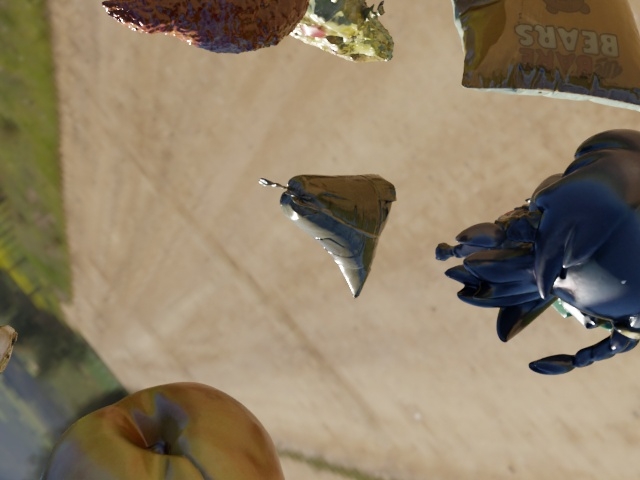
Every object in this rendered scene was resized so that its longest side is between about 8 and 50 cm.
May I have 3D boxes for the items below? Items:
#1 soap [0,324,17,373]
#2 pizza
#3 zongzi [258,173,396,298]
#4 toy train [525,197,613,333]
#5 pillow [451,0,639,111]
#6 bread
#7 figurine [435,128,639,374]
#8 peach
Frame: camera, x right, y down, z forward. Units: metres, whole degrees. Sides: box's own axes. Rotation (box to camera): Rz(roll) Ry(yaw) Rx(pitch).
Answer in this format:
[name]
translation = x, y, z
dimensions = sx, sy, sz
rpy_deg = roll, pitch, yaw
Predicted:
[soap]
translation = -0.368, 0.137, 1.305
dimensions = 0.089, 0.173, 0.274
rpy_deg = 35, 164, -20
[pizza]
translation = -0.013, -0.331, 2.098
dimensions = 0.280, 0.075, 0.288
rpy_deg = 22, 176, -3
[zongzi]
translation = 0.000, 0.000, 1.893
dimensions = 0.081, 0.189, 0.178
rpy_deg = 36, 119, 46
[toy train]
translation = 0.279, 0.028, 1.614
dimensions = 0.227, 0.136, 0.091
rpy_deg = 51, 142, 38
[pillow]
translation = 0.325, -0.315, 2.107
dimensions = 0.119, 0.310, 0.312
rpy_deg = 117, 152, -49
[bread]
translation = -0.112, -0.271, 1.551
dimensions = 0.095, 0.269, 0.139
rpy_deg = -7, 85, 41
[figurine]
translation = 0.235, 0.008, 1.325
dimensions = 0.197, 0.175, 0.265
rpy_deg = 38, 147, 0
[peach]
translation = -0.109, 0.192, 1.041
dimensions = 0.184, 0.184, 0.184
rpy_deg = 48, 168, 14
